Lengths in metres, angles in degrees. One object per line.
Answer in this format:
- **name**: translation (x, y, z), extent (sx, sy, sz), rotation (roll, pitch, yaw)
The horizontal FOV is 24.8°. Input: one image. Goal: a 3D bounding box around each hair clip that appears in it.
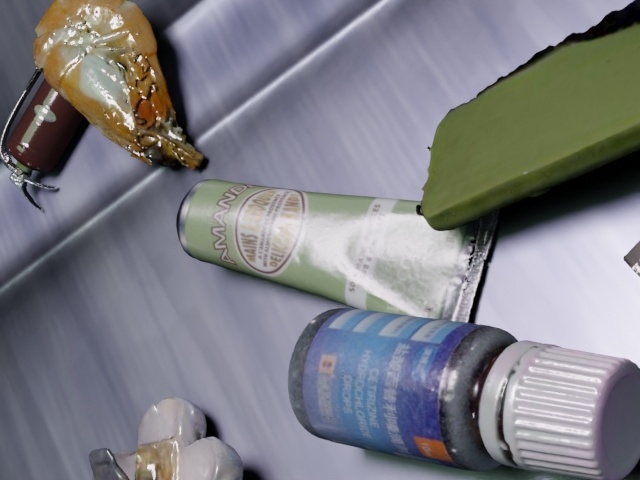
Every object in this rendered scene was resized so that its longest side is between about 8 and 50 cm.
- **hair clip**: translation (-0.108, 0.226, 0.929), extent (0.146, 0.075, 0.257), rotation (-16, 71, 36)

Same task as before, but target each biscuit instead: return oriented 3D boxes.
- **biscuit**: translation (0.185, -0.093, 0.797), extent (0.322, 0.038, 0.099), rotation (-26, 40, 38)

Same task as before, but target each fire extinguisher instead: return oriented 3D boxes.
- **fire extinguisher**: translation (-0.205, -0.107, 1.139), extent (0.064, 0.043, 0.158), rotation (33, 95, 7)

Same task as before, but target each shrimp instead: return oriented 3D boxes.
- **shrimp**: translation (-0.148, -0.117, 1.074), extent (0.091, 0.043, 0.184), rotation (-41, 70, 11)

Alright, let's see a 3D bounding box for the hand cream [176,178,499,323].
- **hand cream**: translation (0.000, 0.000, 0.936), extent (0.235, 0.055, 0.086), rotation (12, 82, 34)

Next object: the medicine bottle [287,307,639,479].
- **medicine bottle**: translation (0.081, 0.087, 0.816), extent (0.203, 0.083, 0.083), rotation (5, 77, 38)

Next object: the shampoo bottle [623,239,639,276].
- **shampoo bottle**: translation (0.228, -0.040, 0.771), extent (0.165, 0.040, 0.080), rotation (-48, 46, 14)
